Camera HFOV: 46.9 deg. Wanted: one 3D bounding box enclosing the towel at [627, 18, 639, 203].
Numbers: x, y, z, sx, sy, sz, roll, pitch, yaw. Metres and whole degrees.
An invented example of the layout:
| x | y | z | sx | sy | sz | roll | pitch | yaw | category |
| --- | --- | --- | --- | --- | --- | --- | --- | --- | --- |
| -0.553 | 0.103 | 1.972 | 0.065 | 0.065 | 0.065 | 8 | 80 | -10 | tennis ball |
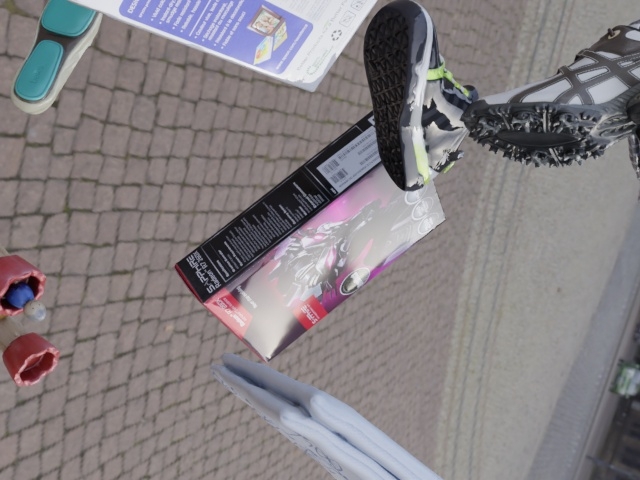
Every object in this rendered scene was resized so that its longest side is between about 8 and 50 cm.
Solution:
| x | y | z | sx | sy | sz | roll | pitch | yaw | category |
| --- | --- | --- | --- | --- | --- | --- | --- | --- | --- |
| 0.437 | -0.165 | 0.735 | 0.283 | 0.121 | 0.235 | -27 | 149 | 10 | towel |

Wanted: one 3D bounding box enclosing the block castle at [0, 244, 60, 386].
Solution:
| x | y | z | sx | sy | sz | roll | pitch | yaw | category |
| --- | --- | --- | --- | --- | --- | --- | --- | --- | --- |
| -0.611 | 0.200 | 1.067 | 0.453 | 0.213 | 0.303 | -34 | 154 | -35 | block castle |

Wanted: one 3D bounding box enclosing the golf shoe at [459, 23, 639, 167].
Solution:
| x | y | z | sx | sy | sz | roll | pitch | yaw | category |
| --- | --- | --- | --- | --- | --- | --- | --- | --- | --- |
| 0.208 | -0.112 | 0.561 | 0.077 | 0.198 | 0.094 | 50 | 47 | -53 | golf shoe |

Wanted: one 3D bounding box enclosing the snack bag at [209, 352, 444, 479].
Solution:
| x | y | z | sx | sy | sz | roll | pitch | yaw | category |
| --- | --- | --- | --- | --- | --- | --- | --- | --- | --- |
| 0.071 | 0.205 | 0.574 | 0.037 | 0.342 | 0.323 | -54 | -169 | -14 | snack bag |

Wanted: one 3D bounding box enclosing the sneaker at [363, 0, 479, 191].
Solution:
| x | y | z | sx | sy | sz | roll | pitch | yaw | category |
| --- | --- | --- | --- | --- | --- | --- | --- | --- | --- |
| 0.104 | -0.144 | 0.714 | 0.097 | 0.084 | 0.235 | -26 | 149 | -10 | sneaker |

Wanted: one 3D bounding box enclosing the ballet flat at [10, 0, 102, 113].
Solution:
| x | y | z | sx | sy | sz | roll | pitch | yaw | category |
| --- | --- | --- | --- | --- | --- | --- | --- | --- | --- |
| -0.402 | -0.301 | 1.142 | 0.248 | 0.086 | 0.086 | -66 | 155 | -17 | ballet flat |

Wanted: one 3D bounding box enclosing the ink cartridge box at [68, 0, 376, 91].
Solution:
| x | y | z | sx | sy | sz | roll | pitch | yaw | category |
| --- | --- | --- | --- | --- | --- | --- | --- | --- | --- |
| -0.090 | -0.284 | 0.779 | 0.371 | 0.069 | 0.176 | 6 | 129 | -51 | ink cartridge box |

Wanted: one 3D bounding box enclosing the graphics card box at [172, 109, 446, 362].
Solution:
| x | y | z | sx | sy | sz | roll | pitch | yaw | category |
| --- | --- | --- | --- | --- | --- | --- | --- | --- | --- |
| 0.000 | 0.000 | 1.073 | 0.371 | 0.094 | 0.233 | -39 | 145 | -5 | graphics card box |
